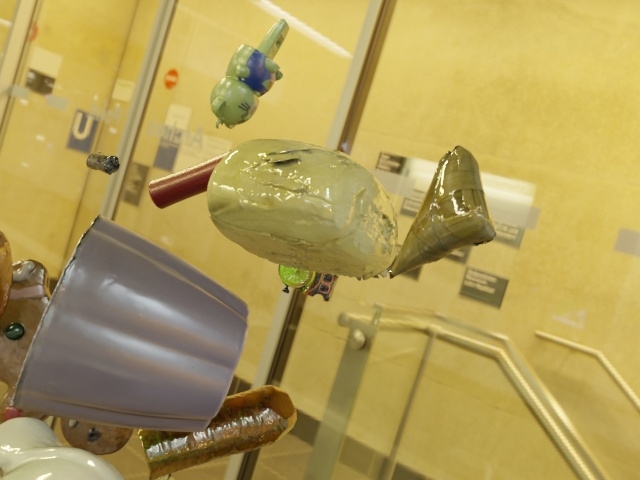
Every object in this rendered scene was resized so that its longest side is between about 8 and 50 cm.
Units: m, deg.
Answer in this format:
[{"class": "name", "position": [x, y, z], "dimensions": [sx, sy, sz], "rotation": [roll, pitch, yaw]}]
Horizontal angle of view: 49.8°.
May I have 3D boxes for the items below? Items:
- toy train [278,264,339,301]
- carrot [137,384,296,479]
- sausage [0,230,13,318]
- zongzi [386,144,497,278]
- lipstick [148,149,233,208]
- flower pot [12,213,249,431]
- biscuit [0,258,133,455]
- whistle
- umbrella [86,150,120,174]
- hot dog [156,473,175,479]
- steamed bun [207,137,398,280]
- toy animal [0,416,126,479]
[{"class": "toy train", "position": [0.000, 0.000, 1.678], "dimensions": [0.161, 0.296, 0.100], "rotation": [19, 2, -2]}, {"class": "carrot", "position": [-0.190, 0.352, 1.275], "dimensions": [0.302, 0.114, 0.114], "rotation": [-9, 16, -30]}, {"class": "sausage", "position": [-0.601, 0.082, 1.206], "dimensions": [0.109, 0.270, 0.108], "rotation": [18, 44, -18]}, {"class": "zongzi", "position": [0.236, -0.054, 1.446], "dimensions": [0.115, 0.228, 0.256], "rotation": [32, -51, -32]}, {"class": "lipstick", "position": [-0.306, -0.150, 1.699], "dimensions": [0.241, 0.080, 0.080], "rotation": [-18, -6, 12]}, {"class": "flower pot", "position": [-0.232, 0.128, 0.906], "dimensions": [0.243, 0.265, 0.265], "rotation": [22, 1, -9]}, {"class": "biscuit", "position": [-0.529, 0.247, 1.359], "dimensions": [0.432, 0.283, 0.064], "rotation": [51, -16, -3]}, {"class": "whistle", "position": [-0.122, -0.294, 1.228], "dimensions": [0.085, 0.227, 0.105], "rotation": [33, -3, 12]}, {"class": "umbrella", "position": [-0.403, -0.143, 1.269], "dimensions": [0.036, 0.031, 0.133], "rotation": [-31, 25, -24]}, {"class": "hot dog", "position": [-0.426, 0.720, 1.814], "dimensions": [0.082, 0.162, 0.270], "rotation": [17, 4, -3]}, {"class": "steamed bun", "position": [-0.007, -0.050, 0.977], "dimensions": [0.232, 0.166, 0.273], "rotation": [4, -17, 33]}, {"class": "toy animal", "position": [-0.331, 0.296, 0.724], "dimensions": [0.290, 0.174, 0.249], "rotation": [-12, 31, -4]}]
